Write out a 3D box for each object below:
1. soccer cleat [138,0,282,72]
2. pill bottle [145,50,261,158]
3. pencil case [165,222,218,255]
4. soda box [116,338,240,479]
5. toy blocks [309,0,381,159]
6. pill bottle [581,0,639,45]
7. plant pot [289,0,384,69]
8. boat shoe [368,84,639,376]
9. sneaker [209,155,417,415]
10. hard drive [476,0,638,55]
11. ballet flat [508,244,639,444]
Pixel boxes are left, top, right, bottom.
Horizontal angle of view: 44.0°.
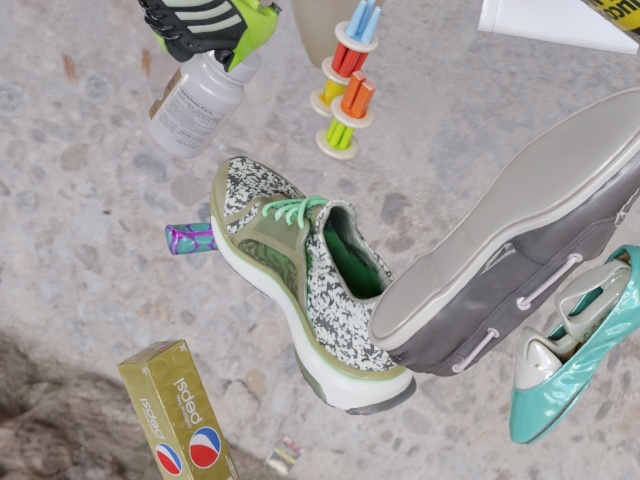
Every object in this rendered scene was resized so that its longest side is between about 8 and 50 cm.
[{"bbox_3d":[-0.096,-0.161,0.527,0.072,0.179,0.060,-47,60,17],"label":"soccer cleat"},{"bbox_3d":[-0.217,-0.274,1.481,0.131,0.131,0.229,49,119,9],"label":"pill bottle"},{"bbox_3d":[-0.229,-0.009,1.572,0.070,0.151,0.065,140,120,-63],"label":"pencil case"},{"bbox_3d":[-0.159,0.205,0.894,0.058,0.061,0.181,-11,104,42],"label":"soda box"},{"bbox_3d":[0.037,-0.183,0.885,0.054,0.123,0.148,6,138,-18],"label":"toy blocks"},{"bbox_3d":[0.362,-0.313,0.835,0.334,0.188,0.188,33,114,-10],"label":"pill bottle"},{"bbox_3d":[0.036,-0.549,1.868,0.256,0.256,0.274,25,141,19],"label":"plant pot"},{"bbox_3d":[0.181,0.005,0.698,0.095,0.112,0.335,33,120,-23],"label":"boat shoe"},{"bbox_3d":[0.000,0.000,0.956,0.410,0.158,0.182,51,140,34],"label":"sneaker"},{"bbox_3d":[0.544,-0.553,1.747,0.352,0.047,0.233,11,107,5],"label":"hard drive"},{"bbox_3d":[0.260,0.100,0.828,0.087,0.083,0.247,39,99,-11],"label":"ballet flat"}]
